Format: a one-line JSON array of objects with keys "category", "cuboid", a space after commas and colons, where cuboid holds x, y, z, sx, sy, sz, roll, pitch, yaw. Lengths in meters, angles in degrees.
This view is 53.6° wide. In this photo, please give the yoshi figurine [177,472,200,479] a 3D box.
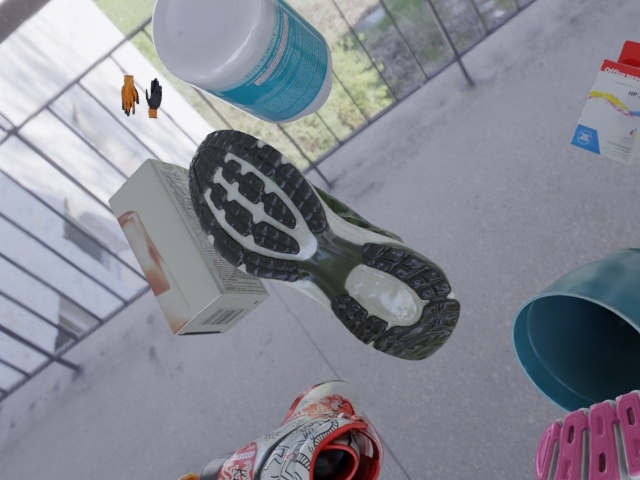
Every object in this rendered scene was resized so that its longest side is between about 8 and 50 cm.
[{"category": "yoshi figurine", "cuboid": [-0.063, 0.456, 0.903, 0.203, 0.203, 0.362, -45, 53, -8]}]

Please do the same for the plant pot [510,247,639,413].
[{"category": "plant pot", "cuboid": [0.527, 0.148, 1.136, 0.255, 0.271, 0.272, -33, 29, -35]}]

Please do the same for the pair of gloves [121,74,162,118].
[{"category": "pair of gloves", "cuboid": [-0.320, -0.258, 1.138, 0.010, 0.083, 0.074, 16, 104, 40]}]

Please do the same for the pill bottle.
[{"category": "pill bottle", "cuboid": [-0.076, -0.232, 0.795, 0.146, 0.264, 0.146, -2, 85, 24]}]

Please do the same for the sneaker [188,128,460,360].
[{"category": "sneaker", "cuboid": [0.000, 0.000, 0.860, 0.158, 0.410, 0.182, -54, -7, 12]}]

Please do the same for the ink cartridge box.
[{"category": "ink cartridge box", "cuboid": [0.629, -0.285, 1.300, 0.134, 0.078, 0.231, 31, 117, 36]}]

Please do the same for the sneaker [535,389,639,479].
[{"category": "sneaker", "cuboid": [0.199, 0.106, 0.322, 0.170, 0.075, 0.063, -36, 34, 39]}]

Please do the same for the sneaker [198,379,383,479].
[{"category": "sneaker", "cuboid": [0.015, 0.209, 0.650, 0.145, 0.270, 0.090, -19, 88, 33]}]

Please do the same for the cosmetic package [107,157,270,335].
[{"category": "cosmetic package", "cuboid": [-0.239, 0.014, 1.139, 0.129, 0.153, 0.296, -40, 67, 20]}]
